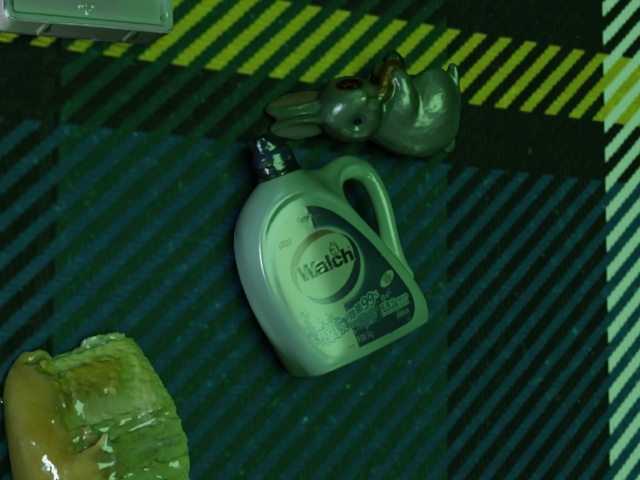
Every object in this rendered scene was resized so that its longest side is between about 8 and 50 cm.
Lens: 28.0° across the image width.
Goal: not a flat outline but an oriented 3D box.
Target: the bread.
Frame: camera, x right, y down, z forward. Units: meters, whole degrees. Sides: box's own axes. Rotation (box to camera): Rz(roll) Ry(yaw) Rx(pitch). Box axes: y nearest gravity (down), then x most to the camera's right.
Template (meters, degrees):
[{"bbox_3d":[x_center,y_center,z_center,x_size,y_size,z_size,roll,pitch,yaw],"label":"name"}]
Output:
[{"bbox_3d":[-0.223,0.226,1.341,0.174,0.133,0.252,-13,90,-30],"label":"bread"}]

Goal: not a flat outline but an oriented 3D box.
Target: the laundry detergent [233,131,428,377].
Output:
[{"bbox_3d":[0.000,0.000,1.504,0.214,0.105,0.281,-23,94,-28],"label":"laundry detergent"}]

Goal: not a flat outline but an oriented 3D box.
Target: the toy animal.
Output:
[{"bbox_3d":[0.063,-0.154,1.551,0.236,0.108,0.138,-15,92,-28],"label":"toy animal"}]

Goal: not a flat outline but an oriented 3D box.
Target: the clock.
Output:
[{"bbox_3d":[-0.262,-0.295,1.411,0.192,0.071,0.147,0,84,-28],"label":"clock"}]
